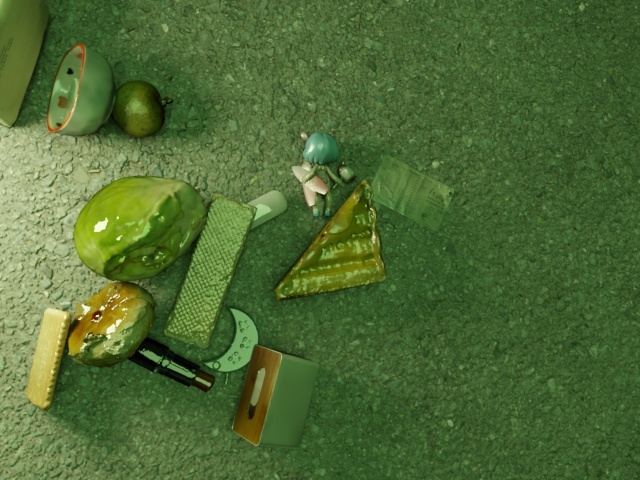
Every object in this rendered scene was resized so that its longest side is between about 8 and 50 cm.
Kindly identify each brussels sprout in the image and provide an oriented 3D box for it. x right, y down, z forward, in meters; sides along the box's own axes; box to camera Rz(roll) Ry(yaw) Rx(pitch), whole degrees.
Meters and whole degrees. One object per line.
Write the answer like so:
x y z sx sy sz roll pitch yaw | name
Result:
-0.471 -0.026 1.524 0.344 0.344 0.268 -19 121 -14 | brussels sprout

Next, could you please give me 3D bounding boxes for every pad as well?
0.292 -0.152 1.856 0.265 0.009 0.160 26 80 -9 | pad

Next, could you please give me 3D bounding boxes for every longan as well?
-0.498 -0.370 1.625 0.176 0.145 0.155 -13 114 -9 | longan

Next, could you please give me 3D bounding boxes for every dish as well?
-0.635 -0.391 1.568 0.117 0.256 0.256 14 80 -41 | dish

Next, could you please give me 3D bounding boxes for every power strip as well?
-0.252 0.307 1.668 0.137 0.044 0.216 23 80 -10 | power strip

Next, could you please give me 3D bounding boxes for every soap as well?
0.000 0.000 1.694 0.338 0.169 0.305 -9 87 -15 | soap

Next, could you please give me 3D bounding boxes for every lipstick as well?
-0.431 0.336 1.605 0.299 0.081 0.081 30 79 -7 | lipstick

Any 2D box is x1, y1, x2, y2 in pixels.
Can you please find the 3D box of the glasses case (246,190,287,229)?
-0.192 -0.081 1.715 0.197 0.049 0.076 -30 93 -12 | glasses case

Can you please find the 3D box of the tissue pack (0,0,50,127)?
-0.867 -0.513 1.481 0.207 0.297 0.381 16 83 -9 | tissue pack

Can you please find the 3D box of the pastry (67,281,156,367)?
-0.545 0.208 1.507 0.121 0.256 0.236 52 34 -38 | pastry

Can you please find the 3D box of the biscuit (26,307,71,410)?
-0.709 0.305 1.515 0.030 0.160 0.250 17 78 -41 | biscuit

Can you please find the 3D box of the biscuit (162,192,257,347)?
-0.307 0.085 1.635 0.143 0.078 0.426 21 89 -8 | biscuit

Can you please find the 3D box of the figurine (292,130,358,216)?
0.024 -0.201 1.752 0.205 0.103 0.260 -2 95 -11 | figurine

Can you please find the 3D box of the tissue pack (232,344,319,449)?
-0.123 0.434 1.610 0.135 0.159 0.246 21 79 -33 | tissue pack
